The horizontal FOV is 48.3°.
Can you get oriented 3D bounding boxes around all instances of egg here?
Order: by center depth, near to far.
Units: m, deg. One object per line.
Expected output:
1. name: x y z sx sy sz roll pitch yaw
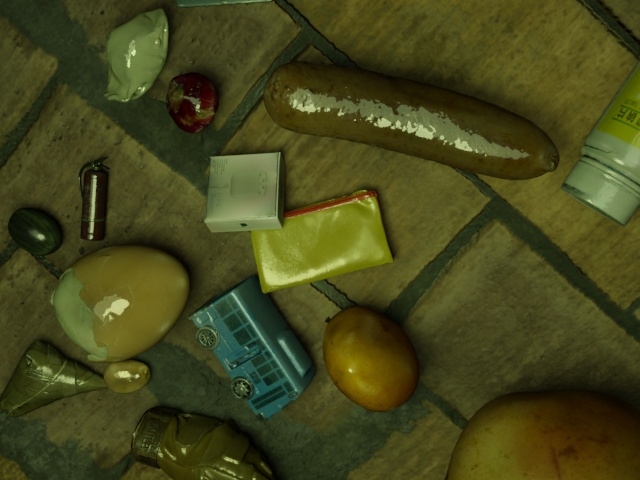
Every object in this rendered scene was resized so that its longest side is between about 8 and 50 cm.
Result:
1. egg: -0.348 0.105 1.261 0.244 0.201 0.201 -24 94 -3

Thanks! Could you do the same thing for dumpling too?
1. dumpling: -0.335 -0.338 1.264 0.134 0.099 0.169 39 124 38

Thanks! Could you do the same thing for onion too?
1. onion: -0.223 -0.244 1.255 0.107 0.097 0.107 10 104 45

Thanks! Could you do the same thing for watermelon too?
1. watermelon: -0.533 -0.018 1.329 0.110 0.078 0.078 32 100 3

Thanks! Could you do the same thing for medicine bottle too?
1. medicine bottle: 0.511 -0.161 1.146 0.143 0.143 0.258 32 101 2

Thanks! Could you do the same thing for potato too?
1. potato: -0.366 0.257 1.351 0.083 0.062 0.068 0 129 19

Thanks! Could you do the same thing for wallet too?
1. wallet: 0.000 0.000 1.275 0.241 0.067 0.141 -14 91 4

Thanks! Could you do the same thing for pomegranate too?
1. pomegranate: 0.392 0.438 1.133 0.416 0.416 0.417 1 97 7

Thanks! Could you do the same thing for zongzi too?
1. zongzi: -0.517 0.307 1.378 0.178 0.081 0.189 30 108 -12

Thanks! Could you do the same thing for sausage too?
1. sausage: 0.149 -0.203 1.191 0.500 0.136 0.123 14 122 3

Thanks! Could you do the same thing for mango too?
1. mango: 0.084 0.203 1.187 0.138 0.257 0.187 -28 93 10

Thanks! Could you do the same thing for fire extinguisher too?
1. fire extinguisher: -0.425 -0.081 1.326 0.078 0.045 0.157 11 100 28

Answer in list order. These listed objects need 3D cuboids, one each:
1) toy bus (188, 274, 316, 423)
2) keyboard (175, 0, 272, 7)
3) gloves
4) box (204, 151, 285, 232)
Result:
1. toy bus: -0.113 0.191 1.275 0.133 0.116 0.234 -32 93 20
2. keyboard: -0.172 -0.445 1.259 0.176 0.014 0.055 -2 98 7
3. gloves: -0.187 0.410 1.305 0.331 0.154 0.141 22 101 11
4. box: -0.131 -0.085 1.253 0.129 0.051 0.130 -2 67 8
